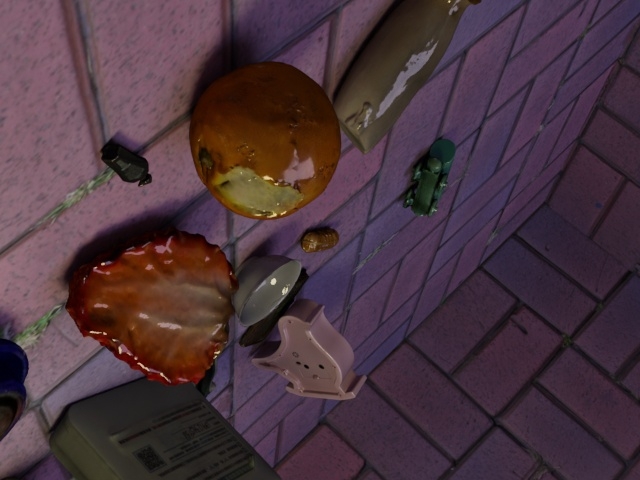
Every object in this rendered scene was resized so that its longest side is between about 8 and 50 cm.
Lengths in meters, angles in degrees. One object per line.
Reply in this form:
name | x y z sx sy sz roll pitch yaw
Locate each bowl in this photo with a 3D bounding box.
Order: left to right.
bowl | -0.136 0.091 2.132 0.189 0.086 0.189 -42 160 -20

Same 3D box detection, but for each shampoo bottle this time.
shampoo bottle | -0.283 -0.110 1.453 0.048 0.027 0.137 -36 163 3

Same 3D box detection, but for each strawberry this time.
strawberry | -0.295 0.106 1.657 0.336 0.149 0.265 13 80 -48

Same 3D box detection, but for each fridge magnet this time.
fridge magnet | -0.540 0.254 1.450 0.265 0.112 0.265 -41 161 -17

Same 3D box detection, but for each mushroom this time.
mushroom | 0.146 -0.339 1.834 0.154 0.137 0.407 3 125 -54

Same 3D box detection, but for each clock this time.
clock | -0.057 0.278 2.514 0.080 0.290 0.275 -50 123 -41

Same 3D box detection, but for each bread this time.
bread | 0.000 0.000 2.335 0.052 0.044 0.157 -61 161 16

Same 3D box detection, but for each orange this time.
orange | -0.084 -0.153 1.495 0.240 0.240 0.240 -43 162 -18

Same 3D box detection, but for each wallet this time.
wallet | -0.111 0.172 2.448 0.232 0.031 0.122 -56 162 23

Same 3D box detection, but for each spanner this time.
spanner | -0.292 0.350 2.373 0.095 0.040 0.325 -37 158 -32

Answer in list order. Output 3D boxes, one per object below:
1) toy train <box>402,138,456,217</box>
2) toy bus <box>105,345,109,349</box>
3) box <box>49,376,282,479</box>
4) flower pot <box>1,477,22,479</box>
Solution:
toy train | 0.301 -0.167 2.657 0.159 0.101 0.248 -58 169 -29
toy bus | -0.311 0.162 1.798 0.172 0.057 0.072 -4 123 -31
box | -0.297 0.459 1.996 0.111 0.396 0.396 -54 161 22
flower pot | -0.585 0.612 1.881 0.307 0.244 0.307 -44 161 -20
